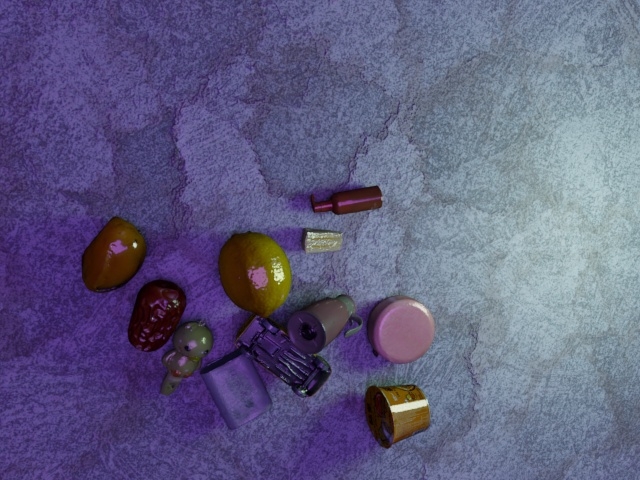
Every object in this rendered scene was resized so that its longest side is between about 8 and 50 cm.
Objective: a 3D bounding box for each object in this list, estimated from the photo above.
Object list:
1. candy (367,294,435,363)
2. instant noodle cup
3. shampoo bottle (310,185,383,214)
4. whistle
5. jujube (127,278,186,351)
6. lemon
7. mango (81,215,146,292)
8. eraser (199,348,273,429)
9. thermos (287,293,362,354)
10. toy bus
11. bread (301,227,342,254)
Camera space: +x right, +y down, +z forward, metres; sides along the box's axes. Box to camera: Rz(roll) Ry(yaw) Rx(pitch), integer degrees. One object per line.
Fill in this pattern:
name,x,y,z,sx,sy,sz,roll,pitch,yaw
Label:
candy,0.288,0.329,1.767,0.255,0.094,0.255,-1,96,-14
instant noodle cup,0.279,0.615,1.745,0.172,0.216,0.215,-5,97,-22
shampoo bottle,0.091,-0.134,1.683,0.244,0.085,0.085,-8,97,-11
whistle,-0.438,0.389,1.585,0.141,0.141,0.294,20,92,-14
jujube,-0.524,0.238,1.547,0.155,0.155,0.230,26,99,-14
lemon,-0.209,0.101,1.560,0.236,0.236,0.263,-35,109,-8
mango,-0.640,0.055,1.505,0.166,0.136,0.236,39,91,-17
eraser,-0.283,0.503,1.659,0.174,0.081,0.227,-26,100,-10
thermos,0.033,0.267,1.619,0.176,0.265,0.146,32,117,24
toy bus,-0.124,0.381,1.649,0.330,0.152,0.144,40,91,-11
bread,0.011,0.005,1.666,0.152,0.105,0.077,4,101,-13
